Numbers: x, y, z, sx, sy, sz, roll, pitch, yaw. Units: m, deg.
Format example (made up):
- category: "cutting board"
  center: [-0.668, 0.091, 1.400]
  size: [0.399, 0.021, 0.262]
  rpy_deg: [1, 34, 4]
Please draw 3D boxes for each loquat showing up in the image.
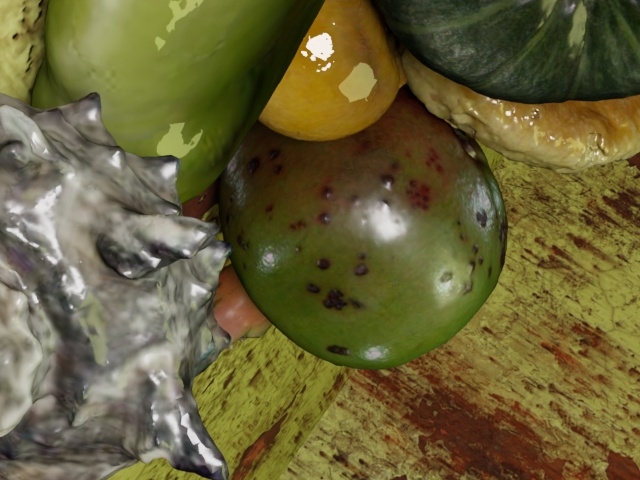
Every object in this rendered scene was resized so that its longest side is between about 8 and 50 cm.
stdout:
- category: "loquat"
  center: [-0.007, -0.142, 0.766]
  size: [0.141, 0.141, 0.141]
  rpy_deg: [-52, 166, -19]

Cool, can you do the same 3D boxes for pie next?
- category: "pie"
  center: [0.189, -0.212, 0.909]
  size: [0.339, 0.339, 0.083]
  rpy_deg: [-47, -173, -36]

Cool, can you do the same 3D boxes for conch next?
- category: "conch"
  center: [-0.179, 0.052, 0.510]
  size: [0.313, 0.241, 0.186]
  rpy_deg: [-38, -141, 40]

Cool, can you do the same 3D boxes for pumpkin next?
- category: "pumpkin"
  center: [0.169, -0.233, 0.667]
  size: [0.300, 0.300, 0.207]
  rpy_deg: [107, -6, -50]

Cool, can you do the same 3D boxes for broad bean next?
- category: "broad bean"
  center: [-0.066, -0.145, 0.584]
  size: [0.291, 0.119, 0.238]
  rpy_deg: [-59, 168, 5]

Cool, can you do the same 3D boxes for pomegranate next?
- category: "pomegranate"
  center: [0.022, 0.010, 0.929]
  size: [0.323, 0.291, 0.291]
  rpy_deg: [-59, 167, 10]
